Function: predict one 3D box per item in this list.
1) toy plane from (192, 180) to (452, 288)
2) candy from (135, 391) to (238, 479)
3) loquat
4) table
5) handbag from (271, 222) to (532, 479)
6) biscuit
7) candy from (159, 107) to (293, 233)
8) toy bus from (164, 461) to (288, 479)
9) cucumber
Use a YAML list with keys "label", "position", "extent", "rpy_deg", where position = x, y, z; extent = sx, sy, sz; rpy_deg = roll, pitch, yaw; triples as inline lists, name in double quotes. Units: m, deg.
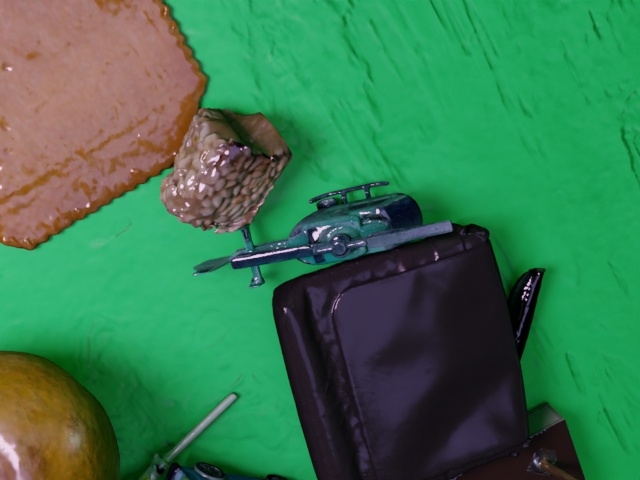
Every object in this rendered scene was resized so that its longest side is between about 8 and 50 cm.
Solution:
- label: "toy plane"
  position: [0.000, 0.000, 0.874]
  extent: [0.235, 0.096, 0.060]
  rpy_deg: [-12, 109, 7]
- label: "candy"
  position: [-0.151, 0.215, 0.930]
  extent: [0.062, 0.058, 0.194]
  rpy_deg: [44, 81, 7]
- label: "loquat"
  position: [-0.267, 0.191, 0.789]
  extent: [0.213, 0.213, 0.213]
  rpy_deg: [-5, 109, -14]
- label: "table"
  position: [0.172, 0.292, 1.007]
  extent: [0.240, 0.111, 0.122]
  rpy_deg: [-27, 114, -6]
- label: "handbag"
  position: [0.079, 0.121, 0.940]
  extent: [0.223, 0.080, 0.247]
  rpy_deg: [-17, 106, -11]
- label: "biscuit"
  position: [-0.223, -0.134, 0.808]
  extent: [0.232, 0.013, 0.237]
  rpy_deg: [-31, 114, -5]
- label: "candy"
  position: [-0.084, -0.060, 0.833]
  extent: [0.095, 0.085, 0.110]
  rpy_deg: [10, 117, -39]
- label: "toy bus"
  position: [-0.063, 0.280, 0.925]
  extent: [0.184, 0.106, 0.090]
  rpy_deg: [19, 96, -35]
- label: "cucumber"
  position: [0.192, 0.110, 0.996]
  extent: [0.036, 0.033, 0.184]
  rpy_deg: [4, 108, -42]
